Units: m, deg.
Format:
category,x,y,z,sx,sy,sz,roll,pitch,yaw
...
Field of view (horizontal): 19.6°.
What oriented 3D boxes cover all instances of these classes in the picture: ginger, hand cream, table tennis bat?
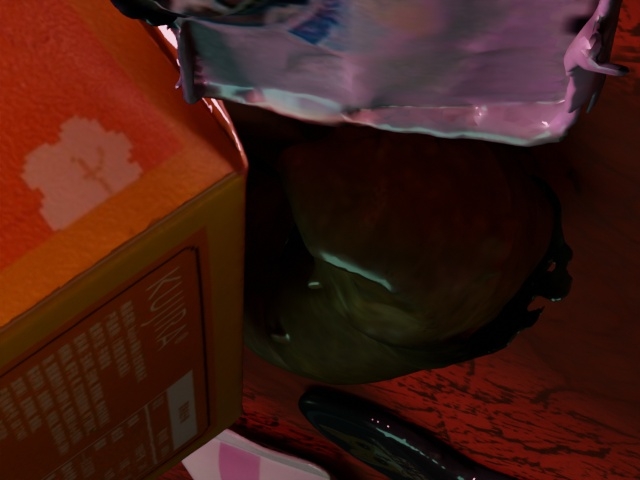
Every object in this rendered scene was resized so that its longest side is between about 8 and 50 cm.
category,x,y,z,sx,sy,sz,roll,pitch,yaw
ginger,0.014,0.004,0.777,0.133,0.107,0.309,18,171,-13
hand cream,-0.011,0.263,1.636,0.185,0.118,0.359,17,154,35
table tennis bat,0.081,0.158,1.291,0.236,0.027,0.150,17,161,43

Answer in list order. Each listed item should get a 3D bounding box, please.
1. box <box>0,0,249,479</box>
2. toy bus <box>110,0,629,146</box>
category,x,y,z,sx,sy,sz,roll,pitch,yaw
box,-0.171,-0.018,0.684,0.259,0.214,0.283,54,165,15
toy bus,0.020,-0.118,0.391,0.138,0.112,0.317,16,164,7
